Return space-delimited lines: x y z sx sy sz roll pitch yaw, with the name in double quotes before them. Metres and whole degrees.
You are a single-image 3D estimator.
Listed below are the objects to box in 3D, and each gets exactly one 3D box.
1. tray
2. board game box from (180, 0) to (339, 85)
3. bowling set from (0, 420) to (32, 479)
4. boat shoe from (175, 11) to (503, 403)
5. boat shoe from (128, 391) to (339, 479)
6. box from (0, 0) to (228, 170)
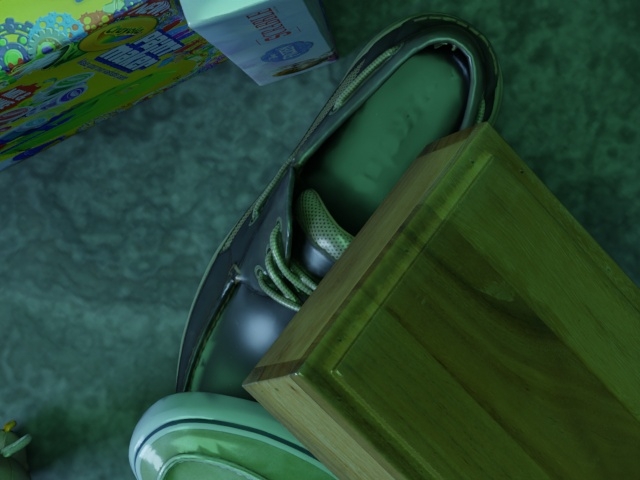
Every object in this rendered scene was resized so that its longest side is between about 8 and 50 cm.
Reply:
"tray" 0.167 0.146 0.920 0.411 0.076 0.203 45 62 -14
"board game box" -0.073 -0.267 0.920 0.066 0.319 0.318 -17 90 5
"bowling set" -0.203 0.294 1.041 0.200 0.154 0.287 29 91 -14
"boat shoe" 0.000 0.000 1.008 0.132 0.130 0.355 28 93 4
"boat shoe" 0.007 0.206 0.981 0.302 0.094 0.109 34 114 -13
"box" -0.233 -0.149 0.948 0.279 0.290 0.177 -26 88 6
